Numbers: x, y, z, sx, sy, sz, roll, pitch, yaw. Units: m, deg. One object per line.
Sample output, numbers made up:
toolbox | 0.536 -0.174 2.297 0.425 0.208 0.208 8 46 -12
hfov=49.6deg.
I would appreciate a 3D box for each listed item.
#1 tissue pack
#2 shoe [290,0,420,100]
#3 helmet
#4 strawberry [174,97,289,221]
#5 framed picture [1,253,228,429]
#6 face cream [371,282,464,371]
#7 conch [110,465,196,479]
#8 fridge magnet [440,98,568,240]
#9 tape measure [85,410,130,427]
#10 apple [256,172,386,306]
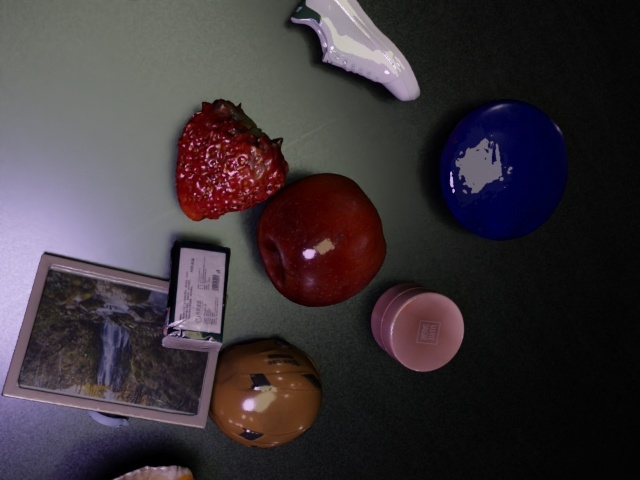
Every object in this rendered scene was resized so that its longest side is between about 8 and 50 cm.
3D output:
tissue pack | -0.207 0.095 1.159 0.103 0.090 0.170 9 67 -18
shoe | 0.059 -0.329 1.213 0.110 0.095 0.265 -40 101 -2
helmet | -0.090 0.283 1.227 0.224 0.130 0.198 10 98 -18
strawberry | -0.160 -0.121 1.133 0.187 0.184 0.201 42 94 -13
framed picture | -0.326 0.168 1.146 0.324 0.020 0.241 16 67 -17
face cream | 0.180 0.160 1.300 0.149 0.104 0.149 -2 98 -16
conch | -0.340 0.539 1.158 0.297 0.210 0.352 39 58 -25
fridge magnet | 0.345 -0.132 1.306 0.265 0.112 0.266 -2 98 -15
tape measure | -0.352 0.269 1.164 0.091 0.094 0.054 31 101 -17
apple | 0.000 0.000 1.170 0.201 0.218 0.218 -25 104 -16
